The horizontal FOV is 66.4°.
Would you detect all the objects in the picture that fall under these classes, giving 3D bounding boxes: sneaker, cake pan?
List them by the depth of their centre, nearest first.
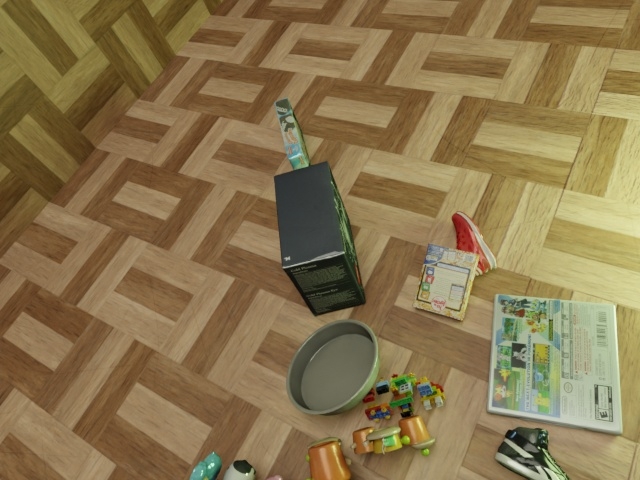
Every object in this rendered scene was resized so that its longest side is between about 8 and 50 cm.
[{"bbox_3d":[0.528,0.507,1.125,0.217,0.079,0.121,22,69,31],"label":"sneaker"},{"bbox_3d":[0.039,0.353,1.352,0.293,0.054,0.293,-26,35,19],"label":"cake pan"},{"bbox_3d":[0.424,0.015,1.479,0.128,0.087,0.221,-25,53,0],"label":"sneaker"}]

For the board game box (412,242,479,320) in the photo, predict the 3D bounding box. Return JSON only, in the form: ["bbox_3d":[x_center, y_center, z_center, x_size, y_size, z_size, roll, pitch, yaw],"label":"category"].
[{"bbox_3d":[0.362,0.118,1.415,0.146,0.045,0.193,14,86,26],"label":"board game box"}]

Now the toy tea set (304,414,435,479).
[{"bbox_3d":[0.118,0.533,1.197,0.336,0.200,0.124,-16,74,6],"label":"toy tea set"}]

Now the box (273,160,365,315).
[{"bbox_3d":[0.000,0.000,1.492,0.179,0.312,0.343,-15,55,9],"label":"box"}]

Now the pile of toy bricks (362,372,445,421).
[{"bbox_3d":[0.212,0.395,1.304,0.212,0.118,0.105,-21,21,16],"label":"pile of toy bricks"}]

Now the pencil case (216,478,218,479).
[{"bbox_3d":[-0.256,0.737,1.232,0.104,0.104,0.236,-30,54,-2],"label":"pencil case"}]

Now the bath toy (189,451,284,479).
[{"bbox_3d":[-0.142,0.628,1.190,0.348,0.129,0.151,14,48,7],"label":"bath toy"}]

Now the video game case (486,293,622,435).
[{"bbox_3d":[0.597,0.305,1.262,0.300,0.036,0.329,4,60,21],"label":"video game case"}]

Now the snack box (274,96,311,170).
[{"bbox_3d":[-0.094,-0.363,1.838,0.060,0.187,0.322,-19,54,6],"label":"snack box"}]
